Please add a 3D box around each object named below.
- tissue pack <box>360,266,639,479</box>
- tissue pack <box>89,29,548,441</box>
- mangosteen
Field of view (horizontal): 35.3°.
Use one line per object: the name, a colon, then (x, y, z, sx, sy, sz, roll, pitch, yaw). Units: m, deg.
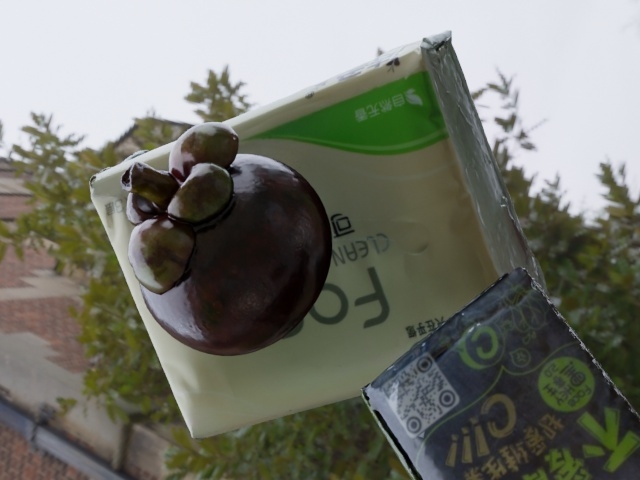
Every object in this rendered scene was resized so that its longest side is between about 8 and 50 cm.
tissue pack: (0.157, 0.159, 0.759, 0.173, 0.235, 0.073, -40, -28, 10)
tissue pack: (0.000, 0.000, 1.098, 0.332, 0.405, 0.205, 68, -158, -7)
mangosteen: (-0.084, -0.003, 0.841, 0.200, 0.200, 0.200, -28, -53, -45)
